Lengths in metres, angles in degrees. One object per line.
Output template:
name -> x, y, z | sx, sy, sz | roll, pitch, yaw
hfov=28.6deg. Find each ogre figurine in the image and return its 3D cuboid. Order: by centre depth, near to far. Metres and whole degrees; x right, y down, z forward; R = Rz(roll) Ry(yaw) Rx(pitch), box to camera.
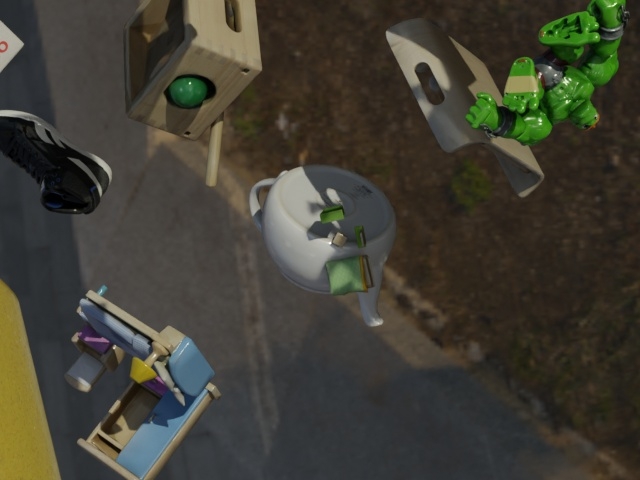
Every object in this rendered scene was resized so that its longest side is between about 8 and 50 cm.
ogre figurine -> 0.255, -0.173, 1.349 | 0.097, 0.118, 0.197 | 29, 85, 33

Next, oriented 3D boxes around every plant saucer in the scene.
plant saucer -> -0.321, 0.186, 1.110 | 0.333, 0.081, 0.333 | -21, 81, 52

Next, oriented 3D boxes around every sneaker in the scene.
sneaker -> -0.432, -0.116, 1.931 | 0.079, 0.217, 0.121 | -56, 12, 34

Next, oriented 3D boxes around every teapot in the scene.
teapot -> 0.000, 0.000, 2.194 | 0.256, 0.252, 0.187 | -91, 15, -48

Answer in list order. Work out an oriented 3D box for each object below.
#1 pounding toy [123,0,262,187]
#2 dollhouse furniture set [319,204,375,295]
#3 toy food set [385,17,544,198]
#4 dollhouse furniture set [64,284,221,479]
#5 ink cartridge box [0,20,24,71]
pounding toy -> -0.106, -0.147, 1.100 | 0.130, 0.100, 0.141 | -41, 44, 39
dollhouse furniture set -> 0.039, 0.021, 2.031 | 0.058, 0.076, 0.152 | -66, -36, -78
toy food set -> 0.215, -0.190, 1.903 | 0.092, 0.306, 0.220 | -33, 66, 21
dollhouse furniture set -> -0.331, 0.206, 1.915 | 0.286, 0.198, 0.303 | 30, 161, 22
ink cartridge box -> -0.456, -0.236, 1.393 | 0.148, 0.203, 0.086 | -52, 39, -9
